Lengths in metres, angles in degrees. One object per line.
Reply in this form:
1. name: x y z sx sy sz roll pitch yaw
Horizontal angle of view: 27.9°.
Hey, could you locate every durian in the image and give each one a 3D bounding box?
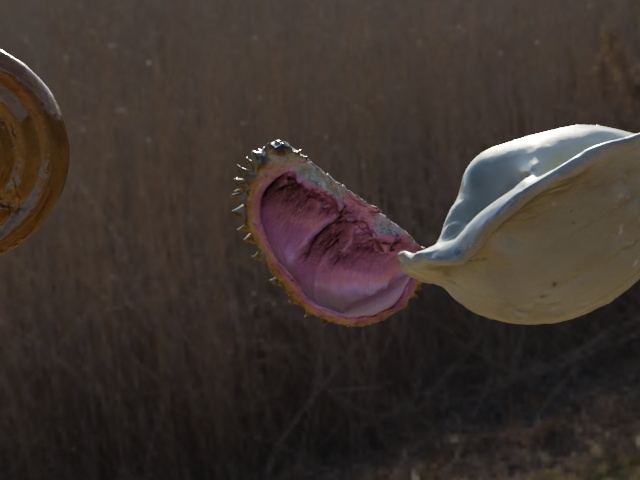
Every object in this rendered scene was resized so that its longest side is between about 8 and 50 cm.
1. durian: -0.001 0.000 1.827 0.341 0.191 0.112 33 11 -23

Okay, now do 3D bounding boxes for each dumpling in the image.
1. dumpling: 0.160 -0.017 0.882 0.252 0.131 0.179 -24 -18 30

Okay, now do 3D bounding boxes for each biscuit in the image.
1. biscuit: -0.321 -0.083 1.272 0.144 0.224 0.033 2 13 -16
